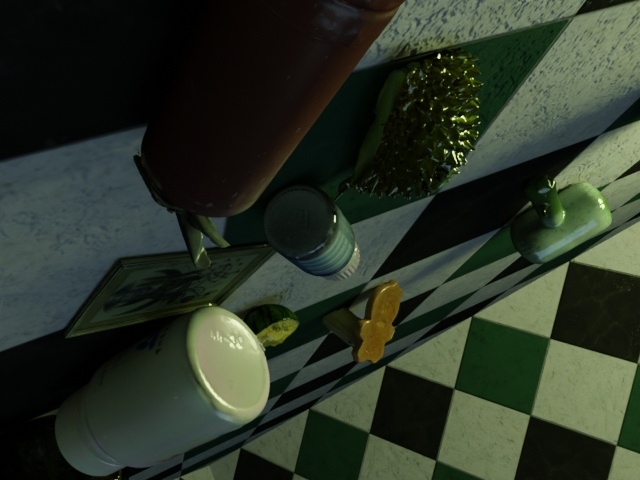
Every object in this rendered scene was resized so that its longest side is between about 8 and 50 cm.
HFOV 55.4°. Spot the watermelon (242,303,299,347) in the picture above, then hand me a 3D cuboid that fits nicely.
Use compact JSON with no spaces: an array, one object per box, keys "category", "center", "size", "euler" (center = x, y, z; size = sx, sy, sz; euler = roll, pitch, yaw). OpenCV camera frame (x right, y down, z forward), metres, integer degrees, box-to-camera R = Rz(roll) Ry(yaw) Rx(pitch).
[{"category":"watermelon","center":[-0.091,0.140,1.009],"size":[0.105,0.062,0.105],"euler":[-24,154,-12]}]

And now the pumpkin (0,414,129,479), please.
[{"category":"pumpkin","center":[-0.470,0.410,0.998],"size":[0.320,0.192,0.320],"euler":[-26,164,-8]}]

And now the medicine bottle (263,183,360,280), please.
[{"category":"medicine bottle","center":[0.000,0.000,0.723],"size":[0.083,0.083,0.203],"euler":[-30,162,7]}]

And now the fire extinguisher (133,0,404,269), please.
[{"category":"fire extinguisher","center":[-0.048,-0.085,0.386],"size":[0.105,0.104,0.269],"euler":[-12,156,-40]}]

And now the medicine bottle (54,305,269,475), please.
[{"category":"medicine bottle","center":[-0.227,0.223,0.859],"size":[0.293,0.170,0.170],"euler":[-32,162,24]}]

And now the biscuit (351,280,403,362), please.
[{"category":"biscuit","center":[0.118,0.176,1.303],"size":[0.133,0.027,0.184],"euler":[0,104,-47]}]

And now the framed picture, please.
[{"category":"framed picture","center":[-0.174,0.057,0.746],"size":[0.231,0.010,0.173],"euler":[-8,154,-46]}]

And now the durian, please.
[{"category":"durian","center":[0.100,-0.092,0.604],"size":[0.137,0.095,0.220],"euler":[-19,167,-22]}]

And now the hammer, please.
[{"category":"hammer","center":[0.462,-0.059,1.209],"size":[0.206,0.119,0.335],"euler":[-35,154,16]}]

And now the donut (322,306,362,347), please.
[{"category":"donut","center":[0.073,0.203,1.362],"size":[0.065,0.108,0.166],"euler":[-51,158,-7]}]
